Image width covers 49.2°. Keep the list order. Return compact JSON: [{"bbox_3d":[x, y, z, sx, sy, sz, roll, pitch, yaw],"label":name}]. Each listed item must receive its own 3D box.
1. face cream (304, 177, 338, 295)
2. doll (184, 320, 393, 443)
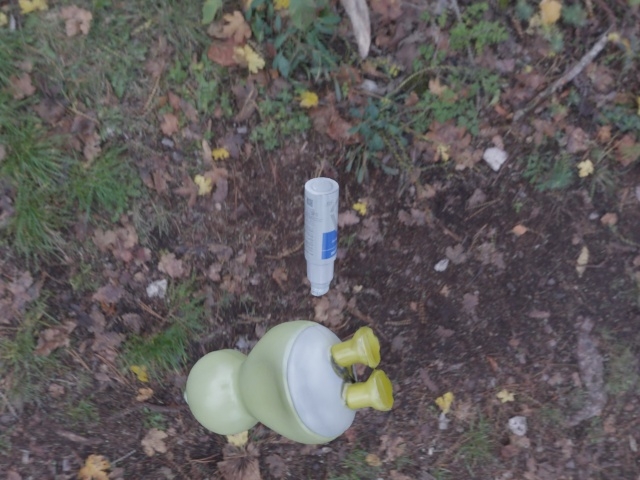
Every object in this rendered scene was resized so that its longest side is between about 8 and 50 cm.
[{"bbox_3d":[0.000,0.000,0.712,0.034,0.130,0.034,1,35,-1],"label":"face cream"},{"bbox_3d":[-0.055,0.168,0.821,0.117,0.296,0.141,-26,99,-47],"label":"doll"}]
